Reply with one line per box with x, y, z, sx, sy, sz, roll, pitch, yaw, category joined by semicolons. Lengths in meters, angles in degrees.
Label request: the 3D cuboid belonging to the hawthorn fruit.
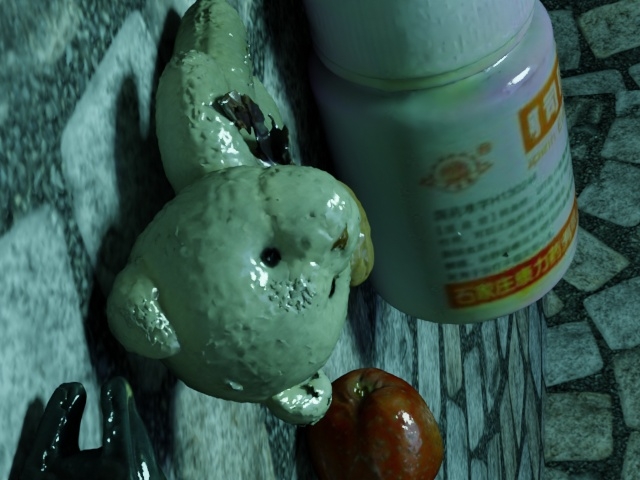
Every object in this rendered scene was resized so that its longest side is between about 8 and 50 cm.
0.045;0.167;1.197;0.128;0.128;0.128;-4;90;-76;hawthorn fruit

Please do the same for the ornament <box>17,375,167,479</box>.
-0.085;0.211;0.745;0.236;0.080;0.202;68;19;-51;ornament

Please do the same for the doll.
-0.042;-0.035;0.895;0.175;0.149;0.278;28;38;-35;doll

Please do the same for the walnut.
0.000;0.000;1.136;0.082;0.079;0.096;-57;134;-72;walnut

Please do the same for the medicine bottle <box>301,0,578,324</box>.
0.107;-0.125;1.305;0.219;0.219;0.388;-79;159;-45;medicine bottle
